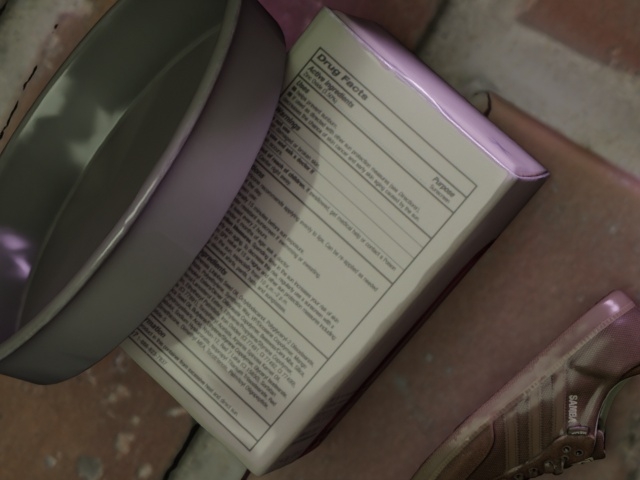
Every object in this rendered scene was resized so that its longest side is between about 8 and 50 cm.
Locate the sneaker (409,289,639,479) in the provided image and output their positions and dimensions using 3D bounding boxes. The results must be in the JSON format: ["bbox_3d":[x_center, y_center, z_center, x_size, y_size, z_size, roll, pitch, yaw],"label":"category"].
[{"bbox_3d":[0.128,0.114,1.137,0.188,0.066,0.071,-45,81,14],"label":"sneaker"}]

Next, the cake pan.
[{"bbox_3d":[-0.121,-0.038,1.115,0.054,0.293,0.293,35,103,-23],"label":"cake pan"}]

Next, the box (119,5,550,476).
[{"bbox_3d":[0.000,0.000,1.138,0.148,0.127,0.232,43,102,11],"label":"box"}]
